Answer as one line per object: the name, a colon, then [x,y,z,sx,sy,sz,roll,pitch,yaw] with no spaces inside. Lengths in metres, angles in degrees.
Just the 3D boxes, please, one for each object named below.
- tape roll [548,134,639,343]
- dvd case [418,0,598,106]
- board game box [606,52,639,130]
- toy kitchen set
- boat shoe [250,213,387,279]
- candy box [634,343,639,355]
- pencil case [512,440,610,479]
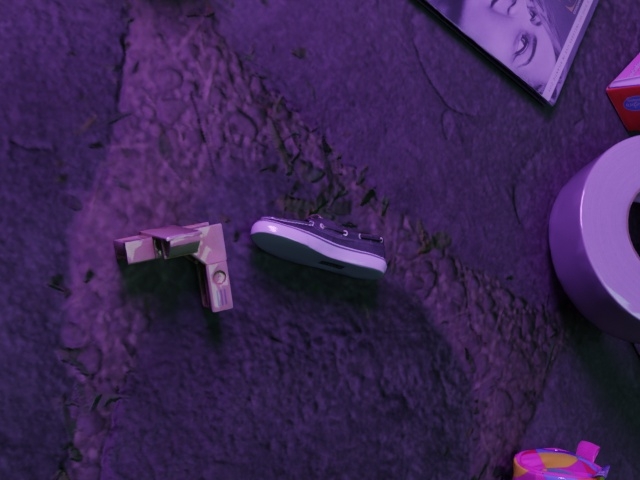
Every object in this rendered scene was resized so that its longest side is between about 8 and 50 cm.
tape roll: [0.359,0.000,0.908,0.219,0.072,0.219,4,74,-13]
dvd case: [0.197,-0.266,0.873,0.221,0.018,0.165,31,78,-28]
board game box: [0.497,-0.217,0.877,0.242,0.316,0.064,-45,114,-19]
toy kitchen set: [-0.113,0.028,0.688,0.083,0.068,0.075,-12,100,-28]
boat shoe: [0.000,0.000,0.768,0.142,0.049,0.040,19,66,-31]
candy box: [0.457,0.094,1.019,0.165,0.070,0.196,-42,112,-21]
pencil case: [0.255,0.340,0.908,0.104,0.104,0.237,1,95,-30]
